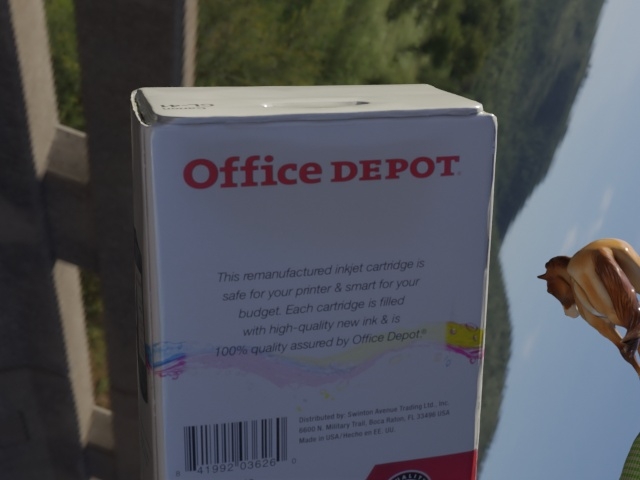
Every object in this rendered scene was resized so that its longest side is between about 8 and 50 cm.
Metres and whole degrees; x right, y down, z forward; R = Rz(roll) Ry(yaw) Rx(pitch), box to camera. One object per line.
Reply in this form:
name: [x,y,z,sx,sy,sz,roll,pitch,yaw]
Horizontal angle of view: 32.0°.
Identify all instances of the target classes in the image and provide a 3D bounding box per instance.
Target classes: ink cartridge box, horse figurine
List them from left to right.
ink cartridge box: [-0.011,0.053,0.759,0.131,0.226,0.306,-133,-138,-69]
horse figurine: [0.271,0.062,1.019,0.066,0.174,0.263,-31,163,2]

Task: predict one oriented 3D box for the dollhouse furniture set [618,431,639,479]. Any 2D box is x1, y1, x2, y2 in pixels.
dollhouse furniture set: [0.278,0.170,0.817,0.197,0.151,0.301,-53,-164,-18]
